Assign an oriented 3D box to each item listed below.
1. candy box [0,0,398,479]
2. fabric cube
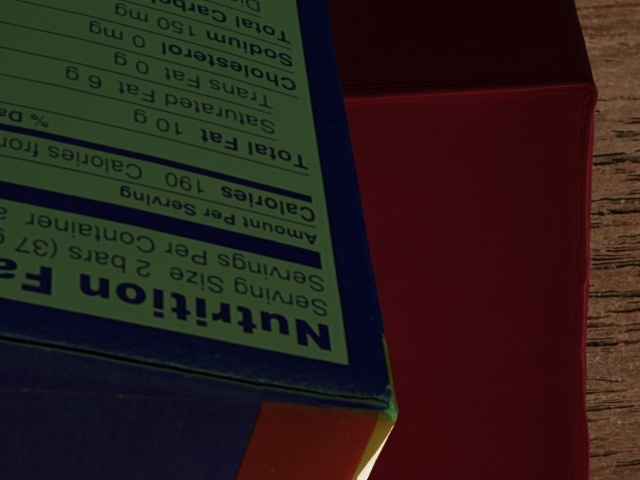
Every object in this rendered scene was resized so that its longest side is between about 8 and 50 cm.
[{"bbox_3d":[-0.090,0.011,0.498,0.317,0.122,0.268,-97,-157,-47],"label":"candy box"},{"bbox_3d":[0.000,0.000,0.915,0.258,0.254,0.259,-81,170,-67],"label":"fabric cube"}]
